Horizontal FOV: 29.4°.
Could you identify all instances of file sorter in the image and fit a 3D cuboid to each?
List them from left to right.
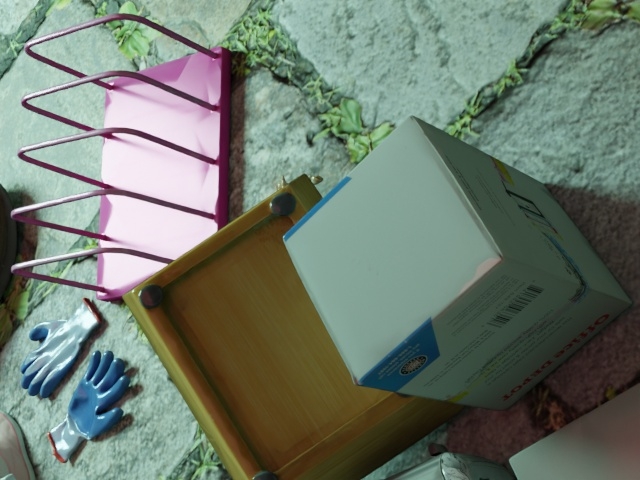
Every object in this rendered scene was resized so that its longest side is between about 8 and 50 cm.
[{"bbox_3d":[-0.241,-0.094,1.436,0.202,0.182,0.290,-10,73,35],"label":"file sorter"}]

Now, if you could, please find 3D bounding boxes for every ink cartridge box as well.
[{"bbox_3d":[0.124,0.030,1.091,0.171,0.233,0.168,-44,54,22],"label":"ink cartridge box"}]

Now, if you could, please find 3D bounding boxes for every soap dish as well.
[{"bbox_3d":[-0.035,0.104,1.187,0.229,0.118,0.290,-34,75,-1],"label":"soap dish"}]

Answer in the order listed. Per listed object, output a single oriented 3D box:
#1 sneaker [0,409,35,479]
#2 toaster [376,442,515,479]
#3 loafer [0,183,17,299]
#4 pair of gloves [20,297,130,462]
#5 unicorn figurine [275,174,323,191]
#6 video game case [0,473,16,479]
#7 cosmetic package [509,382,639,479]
[{"bbox_3d":[-0.418,0.268,1.558,0.051,0.070,0.134,-50,54,22],"label":"sneaker"},{"bbox_3d":[0.122,0.298,1.095,0.146,0.129,0.227,-37,58,23],"label":"toaster"},{"bbox_3d":[-0.520,0.079,1.643,0.134,0.130,0.365,17,90,39],"label":"loafer"},{"bbox_3d":[-0.313,0.169,1.531,0.159,0.023,0.198,-48,56,18],"label":"pair of gloves"},{"bbox_3d":[0.000,0.000,1.312,0.162,0.060,0.111,44,121,51],"label":"unicorn figurine"},{"bbox_3d":[-0.403,0.379,1.516,0.157,0.019,0.143,-29,88,30],"label":"video game case"},{"bbox_3d":[0.290,0.170,0.998,0.238,0.127,0.107,-40,58,26],"label":"cosmetic package"}]
